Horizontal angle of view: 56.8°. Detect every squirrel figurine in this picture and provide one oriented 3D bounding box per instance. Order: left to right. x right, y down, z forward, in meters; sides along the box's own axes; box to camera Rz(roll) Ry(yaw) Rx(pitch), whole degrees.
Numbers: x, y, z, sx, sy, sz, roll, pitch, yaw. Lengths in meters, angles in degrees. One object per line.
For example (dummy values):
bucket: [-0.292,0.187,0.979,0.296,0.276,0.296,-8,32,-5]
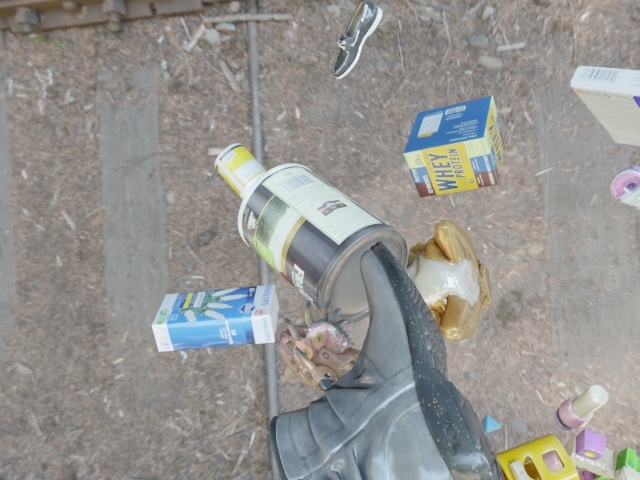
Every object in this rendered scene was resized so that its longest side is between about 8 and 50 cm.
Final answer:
squirrel figurine: [0.238,0.124,1.574,0.370,0.397,0.281,-11,81,32]

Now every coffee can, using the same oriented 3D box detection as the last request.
coffee can: [0.000,0.000,1.121,0.275,0.201,0.201,39,101,39]

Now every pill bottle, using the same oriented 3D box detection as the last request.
pill bottle: [-0.202,-0.175,1.653,0.103,0.103,0.184,-44,78,11]

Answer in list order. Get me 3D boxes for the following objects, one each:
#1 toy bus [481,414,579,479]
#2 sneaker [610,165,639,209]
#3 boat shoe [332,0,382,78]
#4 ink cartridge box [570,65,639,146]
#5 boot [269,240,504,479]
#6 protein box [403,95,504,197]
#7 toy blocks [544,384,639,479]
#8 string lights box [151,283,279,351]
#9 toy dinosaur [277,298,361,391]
toy bus: [0.309,0.386,0.955,0.191,0.104,0.202,22,54,9]
sneaker: [0.790,-0.095,1.396,0.236,0.104,0.095,40,127,-2]
boat shoe: [0.049,-0.314,0.926,0.125,0.038,0.046,-56,39,18]
ink cartridge box: [0.535,-0.201,0.942,0.206,0.208,0.045,26,89,49]
boot: [0.036,0.163,0.668,0.223,0.118,0.338,-28,41,12]
protein box: [0.335,-0.232,1.466,0.200,0.201,0.136,-8,127,28]
toy blocks: [0.607,0.516,1.235,0.288,0.260,0.309,22,54,7]
string lights box: [-0.230,0.174,1.338,0.260,0.133,0.077,-6,116,3]
toy dinosaur: [-0.005,0.167,0.874,0.200,0.296,0.127,30,69,-29]
